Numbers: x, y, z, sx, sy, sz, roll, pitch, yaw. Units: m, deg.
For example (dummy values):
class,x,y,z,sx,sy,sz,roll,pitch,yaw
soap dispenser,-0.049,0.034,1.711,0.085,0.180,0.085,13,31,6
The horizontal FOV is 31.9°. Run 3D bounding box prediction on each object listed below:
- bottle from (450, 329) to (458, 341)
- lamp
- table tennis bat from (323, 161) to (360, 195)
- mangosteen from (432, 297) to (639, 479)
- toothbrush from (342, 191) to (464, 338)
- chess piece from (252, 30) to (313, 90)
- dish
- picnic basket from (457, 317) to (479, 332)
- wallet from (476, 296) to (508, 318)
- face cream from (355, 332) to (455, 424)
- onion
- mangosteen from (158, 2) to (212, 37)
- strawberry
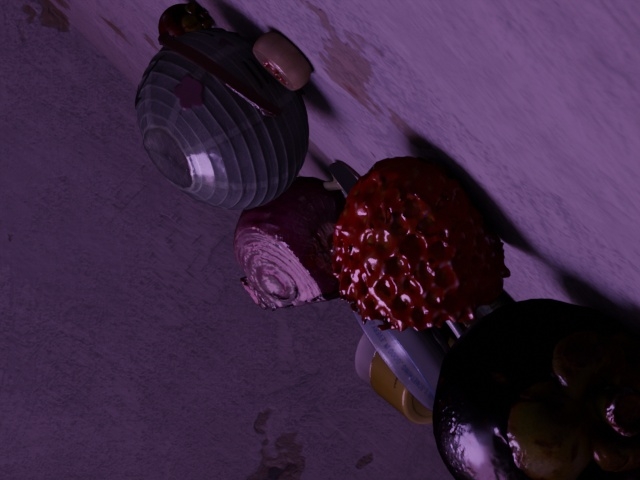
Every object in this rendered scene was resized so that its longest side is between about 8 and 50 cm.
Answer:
class,x,y,z,sx,sy,sz,roll,pitch,yaw
bottle,0.244,0.142,2.136,0.164,0.060,0.060,43,175,1
lamp,-0.133,-0.173,1.554,0.265,0.233,0.233,37,173,16
table tennis bat,0.039,-0.094,1.873,0.087,0.013,0.156,50,165,-15
mangosteen,0.266,0.197,1.260,0.287,0.233,0.287,7,-167,-2
toothbrush,0.159,0.064,1.905,0.418,0.040,0.042,57,159,7
chess piece,-0.049,-0.231,1.435,0.083,0.038,0.083,42,176,3
dish,0.181,0.171,2.065,0.273,0.133,0.273,52,172,11
picnic basket,0.275,0.154,1.969,0.110,0.055,0.193,49,177,19
wallet,0.198,0.040,1.717,0.317,0.044,0.169,45,176,-15
face cream,0.216,0.277,2.513,0.179,0.218,0.218,37,172,44
onion,-0.019,-0.002,1.998,0.256,0.272,0.231,-19,-93,-64
mangosteen,-0.204,-0.323,1.688,0.081,0.081,0.081,43,175,5
strawberry,0.121,-0.022,1.339,0.234,0.233,0.178,39,144,39
